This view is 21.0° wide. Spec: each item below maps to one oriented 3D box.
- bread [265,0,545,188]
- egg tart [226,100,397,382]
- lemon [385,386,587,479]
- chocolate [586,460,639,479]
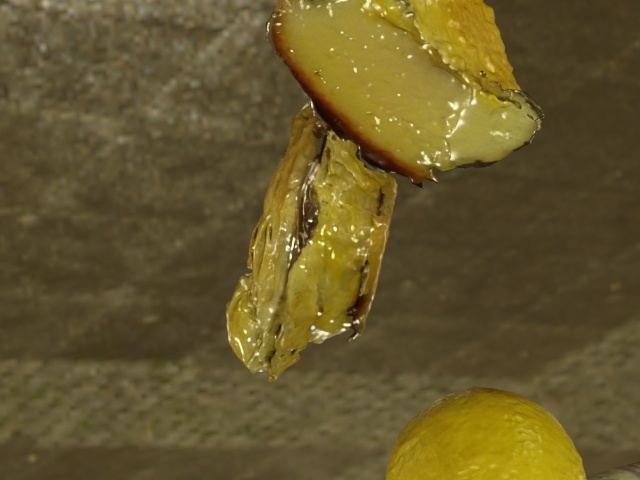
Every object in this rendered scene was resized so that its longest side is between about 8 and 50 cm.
[{"bbox_3d":[0.060,-0.115,1.175,0.140,0.160,0.169,-22,179,34],"label":"bread"},{"bbox_3d":[0.000,0.000,1.348,0.106,0.241,0.241,15,157,4],"label":"egg tart"},{"bbox_3d":[0.141,0.221,1.473,0.181,0.193,0.180,3,158,1],"label":"lemon"},{"bbox_3d":[0.245,0.282,1.690,0.291,0.110,0.110,-9,158,-23],"label":"chocolate"}]
